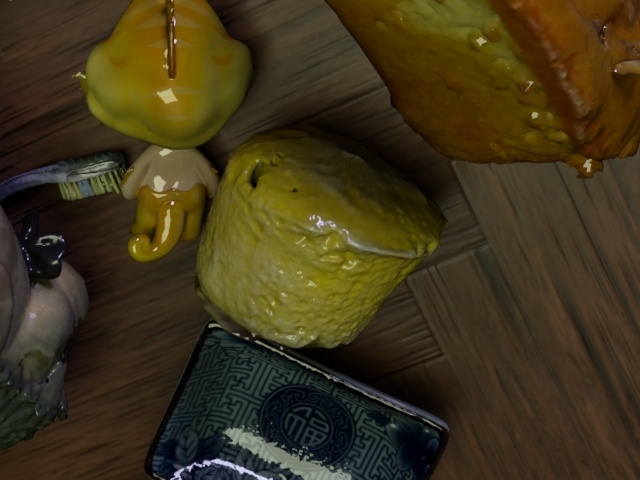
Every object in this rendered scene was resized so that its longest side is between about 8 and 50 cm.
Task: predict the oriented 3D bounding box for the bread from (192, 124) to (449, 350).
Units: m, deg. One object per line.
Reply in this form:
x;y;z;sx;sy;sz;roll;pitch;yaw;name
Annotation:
-0.002;-0.003;1.268;0.197;0.197;0.170;27;117;1;bread

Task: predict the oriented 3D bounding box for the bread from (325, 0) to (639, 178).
0.127;-0.225;1.080;0.204;0.337;0.358;-15;127;30;bread

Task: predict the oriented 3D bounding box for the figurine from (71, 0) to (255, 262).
-0.131;-0.105;1.301;0.156;0.131;0.246;-5;124;-8;figurine

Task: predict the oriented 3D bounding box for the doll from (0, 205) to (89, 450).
-0.335;0.048;1.315;0.247;0.247;0.349;-7;134;14;doll

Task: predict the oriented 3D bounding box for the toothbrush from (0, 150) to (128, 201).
-0.366;-0.019;1.422;0.413;0.035;0.042;-13;110;16;toothbrush

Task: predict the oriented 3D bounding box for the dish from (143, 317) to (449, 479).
-0.019;0.178;1.399;0.243;0.080;0.182;25;113;0;dish
